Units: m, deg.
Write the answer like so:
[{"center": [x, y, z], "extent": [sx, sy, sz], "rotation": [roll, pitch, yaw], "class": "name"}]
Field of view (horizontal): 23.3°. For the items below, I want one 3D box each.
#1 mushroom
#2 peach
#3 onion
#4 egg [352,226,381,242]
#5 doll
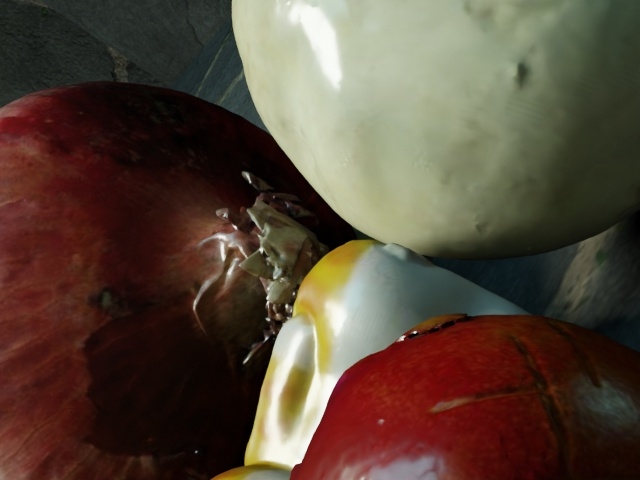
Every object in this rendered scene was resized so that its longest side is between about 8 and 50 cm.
[{"center": [0.105, -0.114, 0.909], "extent": [0.314, 0.314, 0.336], "rotation": [-61, -17, -16], "class": "mushroom"}, {"center": [0.076, 0.123, 0.568], "extent": [0.197, 0.197, 0.197], "rotation": [-52, 15, 19], "class": "peach"}, {"center": [-0.088, 0.043, 0.972], "extent": [0.285, 0.347, 0.347], "rotation": [-26, 32, 46], "class": "onion"}, {"center": [0.000, 0.000, 1.195], "extent": [0.164, 0.131, 0.131], "rotation": [-34, 25, 40], "class": "egg"}, {"center": [0.023, 0.125, 0.769], "extent": [0.269, 0.167, 0.162], "rotation": [-57, -12, -19], "class": "doll"}]
